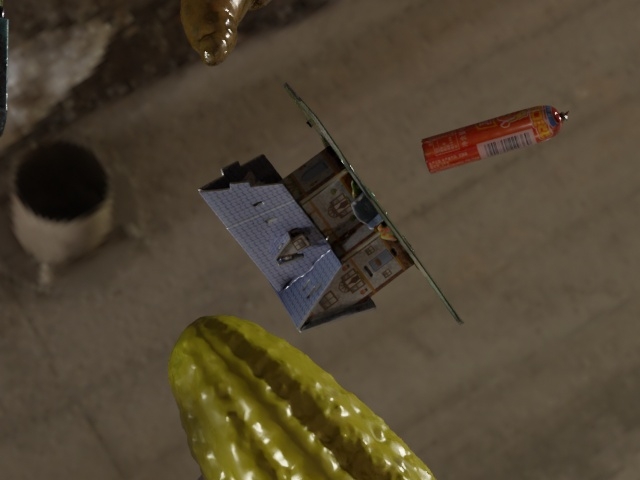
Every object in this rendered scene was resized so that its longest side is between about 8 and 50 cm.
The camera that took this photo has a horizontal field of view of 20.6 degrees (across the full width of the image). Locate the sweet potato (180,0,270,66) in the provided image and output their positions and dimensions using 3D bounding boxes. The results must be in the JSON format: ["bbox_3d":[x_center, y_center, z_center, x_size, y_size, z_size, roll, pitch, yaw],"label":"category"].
[{"bbox_3d":[-0.019,-0.068,0.430,0.026,0.026,0.115,-41,-169,17],"label":"sweet potato"}]

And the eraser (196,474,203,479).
[{"bbox_3d":[-0.023,0.229,1.338,0.059,0.204,0.243,-24,156,22],"label":"eraser"}]

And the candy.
[{"bbox_3d":[-0.001,0.118,0.823,0.094,0.199,0.106,-40,175,-11],"label":"candy"}]

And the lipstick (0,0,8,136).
[{"bbox_3d":[-0.317,-0.243,1.642,0.051,0.312,0.051,3,151,-14],"label":"lipstick"}]

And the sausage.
[{"bbox_3d":[0.153,-0.090,1.517,0.129,0.034,0.034,-16,163,9],"label":"sausage"}]

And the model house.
[{"bbox_3d":[0.000,0.000,1.096,0.088,0.117,0.167,-36,126,2],"label":"model house"}]
